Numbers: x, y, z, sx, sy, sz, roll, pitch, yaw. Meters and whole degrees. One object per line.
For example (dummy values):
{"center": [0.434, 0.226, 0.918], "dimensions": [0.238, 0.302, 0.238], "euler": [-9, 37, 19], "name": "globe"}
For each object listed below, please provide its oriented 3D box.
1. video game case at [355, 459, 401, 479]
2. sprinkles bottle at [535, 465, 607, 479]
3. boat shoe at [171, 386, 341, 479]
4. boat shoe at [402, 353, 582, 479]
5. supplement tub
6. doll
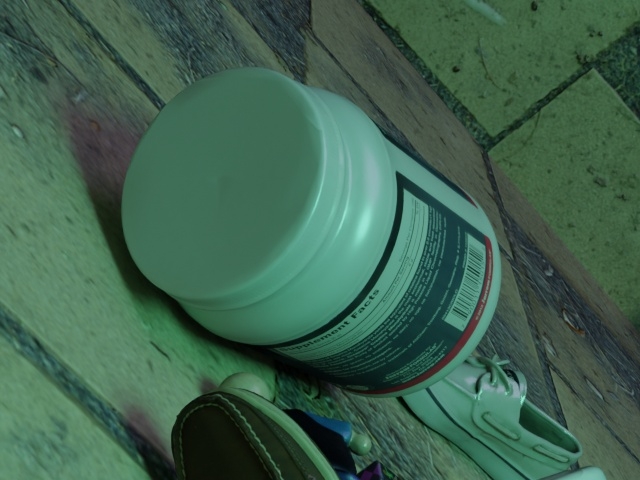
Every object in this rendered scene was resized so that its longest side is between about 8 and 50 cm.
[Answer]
{"center": [0.102, 0.292, 1.035], "dimensions": [0.210, 0.042, 0.232], "euler": [46, 17, -25], "name": "video game case"}
{"center": [0.177, 0.321, 0.900], "dimensions": [0.121, 0.121, 0.355], "euler": [8, 60, -68], "name": "sprinkles bottle"}
{"center": [-0.022, 0.192, 0.812], "dimensions": [0.095, 0.095, 0.257], "euler": [11, 44, -59], "name": "boat shoe"}
{"center": [0.155, 0.152, 1.411], "dimensions": [0.267, 0.088, 0.096], "euler": [45, 18, -28], "name": "boat shoe"}
{"center": [0.000, 0.000, 1.105], "dimensions": [0.272, 0.191, 0.191], "euler": [31, 26, -54], "name": "supplement tub"}
{"center": [-0.011, 0.158, 0.965], "dimensions": [0.129, 0.046, 0.189], "euler": [-10, 51, -40], "name": "doll"}
